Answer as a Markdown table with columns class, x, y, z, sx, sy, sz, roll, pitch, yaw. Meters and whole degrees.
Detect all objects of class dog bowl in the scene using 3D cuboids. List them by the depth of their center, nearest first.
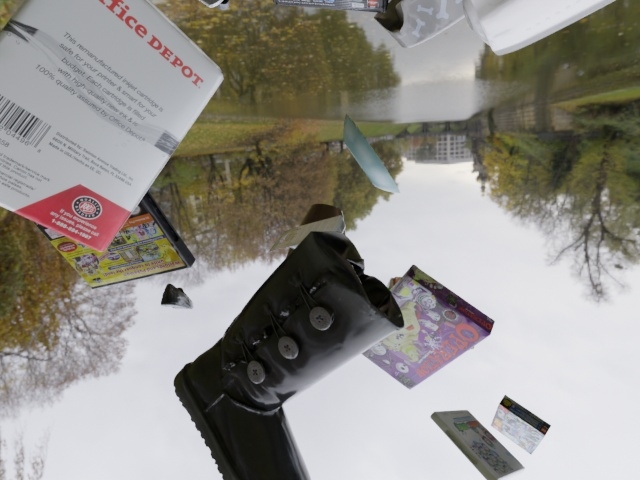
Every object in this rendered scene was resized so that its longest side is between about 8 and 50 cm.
| class | x | y | z | sx | sy | sz | roll | pitch | yaw |
| --- | --- | --- | --- | --- | --- | --- | --- | --- | --- |
| dog bowl | 0.291 | -0.565 | 0.924 | 0.349 | 0.102 | 0.348 | -33 | -157 | 15 |

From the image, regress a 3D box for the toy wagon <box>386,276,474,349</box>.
| class | x | y | z | sx | sy | sz | roll | pitch | yaw |
| --- | --- | --- | --- | --- | --- | --- | --- | --- | --- |
| toy wagon | 0.381 | 0.234 | 1.400 | 0.268 | 0.068 | 0.344 | 5 | -155 | -42 |

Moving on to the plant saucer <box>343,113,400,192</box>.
| class | x | y | z | sx | sy | sz | roll | pitch | yaw |
| --- | --- | --- | --- | --- | --- | --- | --- | --- | --- |
| plant saucer | 0.094 | -0.166 | 0.853 | 0.038 | 0.194 | 0.195 | -35 | -169 | 9 |

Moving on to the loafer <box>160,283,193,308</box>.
| class | x | y | z | sx | sy | sz | roll | pitch | yaw |
| --- | --- | --- | --- | --- | --- | --- | --- | --- | --- |
| loafer | -0.410 | 0.167 | 1.218 | 0.062 | 0.061 | 0.170 | 0 | 165 | 0 |

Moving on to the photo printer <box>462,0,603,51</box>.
| class | x | y | z | sx | sy | sz | roll | pitch | yaw |
| --- | --- | --- | --- | --- | --- | --- | --- | --- | --- |
| photo printer | 0.293 | -0.311 | 0.462 | 0.256 | 0.107 | 0.307 | -22 | -170 | 30 |

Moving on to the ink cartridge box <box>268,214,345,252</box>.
| class | x | y | z | sx | sy | sz | roll | pitch | yaw |
| --- | --- | --- | --- | --- | --- | --- | --- | --- | --- |
| ink cartridge box | -0.032 | -0.003 | 1.111 | 0.180 | 0.045 | 0.145 | -17 | -161 | 20 |

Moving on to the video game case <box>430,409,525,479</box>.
| class | x | y | z | sx | sy | sz | roll | pitch | yaw |
| --- | --- | --- | --- | --- | --- | --- | --- | --- | --- |
| video game case | 0.292 | 0.375 | 0.773 | 0.157 | 0.019 | 0.143 | 23 | -165 | -46 |

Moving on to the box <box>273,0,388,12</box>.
| class | x | y | z | sx | sy | sz | roll | pitch | yaw |
| --- | --- | --- | --- | --- | --- | --- | --- | --- | --- |
| box | 0.018 | -0.613 | 0.888 | 0.271 | 0.060 | 0.216 | 10 | 152 | 9 |

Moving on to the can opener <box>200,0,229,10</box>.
| class | x | y | z | sx | sy | sz | roll | pitch | yaw |
| --- | --- | --- | --- | --- | --- | --- | --- | --- | --- |
| can opener | -0.336 | -0.613 | 0.937 | 0.284 | 0.075 | 0.095 | 31 | 173 | -5 |

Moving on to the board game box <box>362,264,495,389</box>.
| class | x | y | z | sx | sy | sz | roll | pitch | yaw |
| --- | --- | --- | --- | --- | --- | --- | --- | --- | --- |
| board game box | 0.217 | 0.222 | 0.993 | 0.208 | 0.346 | 0.056 | 32 | -132 | 5 |

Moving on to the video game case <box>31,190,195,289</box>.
| class | x | y | z | sx | sy | sz | roll | pitch | yaw |
| --- | --- | --- | --- | --- | --- | --- | --- | --- | --- |
| video game case | -0.436 | -0.019 | 0.856 | 0.275 | 0.248 | 0.035 | -13 | -147 | 19 |

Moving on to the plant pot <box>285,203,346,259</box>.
| class | x | y | z | sx | sy | sz | roll | pitch | yaw |
| --- | --- | --- | --- | --- | --- | --- | --- | --- | --- |
| plant pot | 0.000 | 0.000 | 1.411 | 0.216 | 0.230 | 0.215 | 10 | 169 | 2 |

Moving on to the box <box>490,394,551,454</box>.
| class | x | y | z | sx | sy | sz | roll | pitch | yaw |
| --- | --- | --- | --- | --- | --- | --- | --- | --- | --- |
| box | 0.410 | 0.383 | 0.864 | 0.094 | 0.137 | 0.027 | 32 | -118 | 34 |

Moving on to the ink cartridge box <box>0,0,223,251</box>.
| class | x | y | z | sx | sy | sz | roll | pitch | yaw |
| --- | --- | --- | --- | --- | --- | --- | --- | --- | --- |
| ink cartridge box | -0.279 | -0.157 | 0.494 | 0.197 | 0.272 | 0.114 | 38 | 173 | -41 |

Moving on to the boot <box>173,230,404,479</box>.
| class | x | y | z | sx | sy | sz | roll | pitch | yaw |
| --- | --- | --- | --- | --- | --- | --- | --- | --- | --- |
| boot | -0.022 | 0.251 | 0.744 | 0.445 | 0.367 | 0.146 | -44 | 173 | 18 |
